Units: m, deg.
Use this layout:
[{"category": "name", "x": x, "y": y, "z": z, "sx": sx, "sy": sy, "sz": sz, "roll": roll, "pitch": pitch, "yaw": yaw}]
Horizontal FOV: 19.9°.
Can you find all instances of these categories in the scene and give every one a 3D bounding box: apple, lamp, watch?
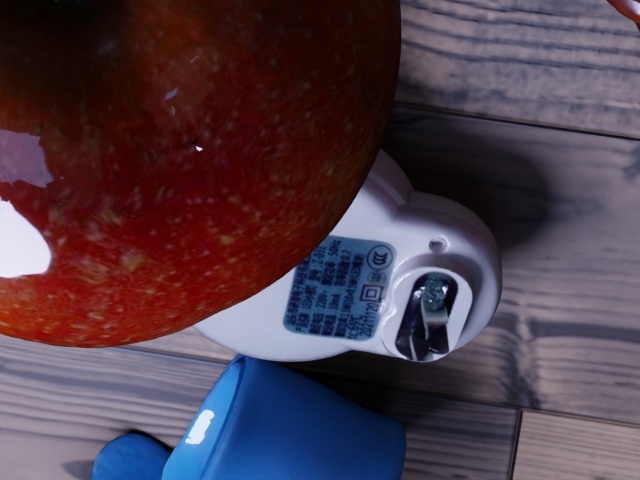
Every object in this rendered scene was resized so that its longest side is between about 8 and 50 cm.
[{"category": "apple", "x": -0.124, "y": -0.117, "z": 1.005, "sx": 0.348, "sy": 0.349, "sz": 0.277, "roll": 14, "pitch": 172, "yaw": 2}, {"category": "lamp", "x": 0.001, "y": -0.002, "z": 1.211, "sx": 0.246, "sy": 0.108, "sz": 0.179, "roll": 14, "pitch": 133, "yaw": -1}, {"category": "watch", "x": -0.072, "y": 0.238, "z": 1.288, "sx": 0.241, "sy": 0.305, "sz": 0.274, "roll": 27, "pitch": 135, "yaw": -9}]

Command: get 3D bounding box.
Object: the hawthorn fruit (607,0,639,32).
[{"category": "hawthorn fruit", "x": 0.300, "y": -0.214, "z": 0.834, "sx": 0.402, "sy": 0.403, "sz": 0.403, "roll": 6, "pitch": 128, "yaw": 8}]
